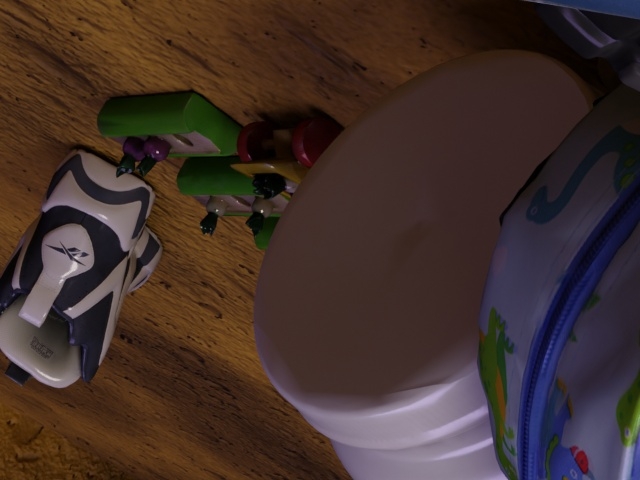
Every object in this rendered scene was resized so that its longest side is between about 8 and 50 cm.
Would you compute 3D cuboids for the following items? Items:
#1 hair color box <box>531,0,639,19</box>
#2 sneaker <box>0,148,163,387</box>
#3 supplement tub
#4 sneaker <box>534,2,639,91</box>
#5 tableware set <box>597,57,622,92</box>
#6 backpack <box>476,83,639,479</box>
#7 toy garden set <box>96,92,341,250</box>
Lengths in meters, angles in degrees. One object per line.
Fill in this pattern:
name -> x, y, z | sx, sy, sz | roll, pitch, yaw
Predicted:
hair color box -> 0.026, -0.193, 0.244 | 0.105, 0.174, 0.347 | 15, 161, 32
sneaker -> -0.183, 0.040, 1.341 | 0.094, 0.153, 0.235 | 30, 164, -5
supplement tub -> 0.122, 0.065, 0.791 | 0.191, 0.191, 0.272 | 7, 154, 50
sneaker -> 0.044, -0.151, 0.493 | 0.267, 0.106, 0.101 | 42, 167, -8
tableware set -> 0.194, -0.036, 0.742 | 0.169, 0.020, 0.141 | 12, 156, 46
backpack -> 0.199, 0.091, 0.598 | 0.273, 0.290, 0.355 | -118, 3, -72
toy garden set -> 0.000, 0.000, 1.111 | 0.244, 0.049, 0.204 | 37, 162, -29
